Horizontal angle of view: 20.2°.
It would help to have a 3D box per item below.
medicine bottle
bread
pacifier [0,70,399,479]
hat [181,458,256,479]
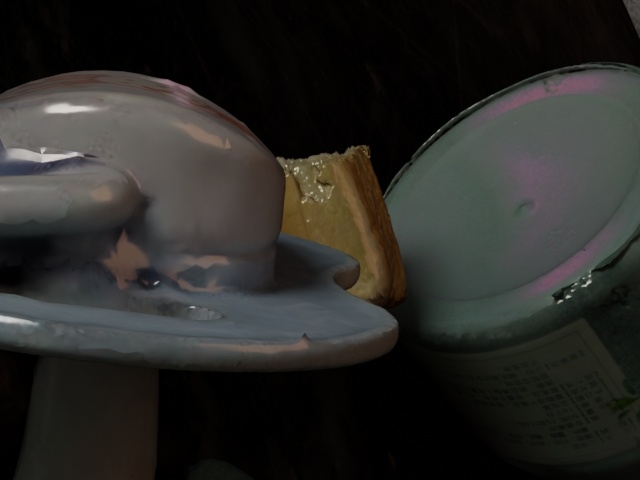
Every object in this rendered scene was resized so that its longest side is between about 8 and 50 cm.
[{"bbox_3d":[0.202,0.059,1.240,0.290,0.245,0.245,50,25,-33],"label":"medicine bottle"},{"bbox_3d":[0.001,0.000,1.058,0.125,0.082,0.106,0,77,-79],"label":"bread"},{"bbox_3d":[-0.097,0.051,0.661,0.287,0.238,0.226,-142,-123,-79],"label":"pacifier"},{"bbox_3d":[-0.014,0.190,0.818,0.191,0.078,0.138,45,14,-3],"label":"hat"}]
